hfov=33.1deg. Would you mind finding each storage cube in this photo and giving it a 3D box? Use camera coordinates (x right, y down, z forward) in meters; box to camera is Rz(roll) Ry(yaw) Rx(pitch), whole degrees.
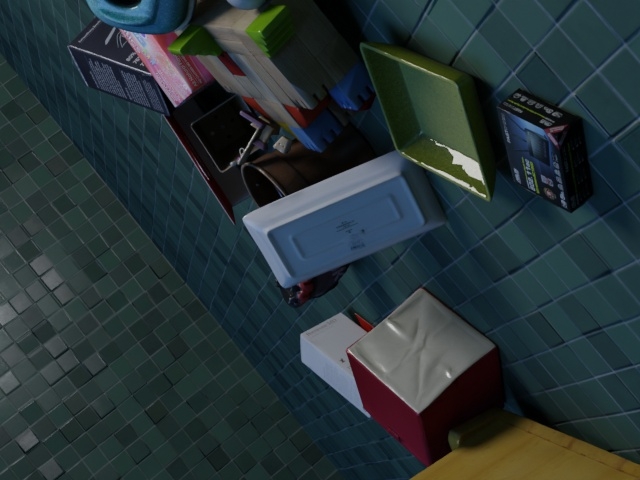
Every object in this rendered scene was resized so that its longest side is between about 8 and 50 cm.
[{"bbox_3d":[0.179,0.233,1.833,0.215,0.183,0.193,40,159,35],"label":"storage cube"}]

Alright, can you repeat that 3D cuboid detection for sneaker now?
[{"bbox_3d":[0.000,0.000,1.984,0.098,0.135,0.276,53,145,42],"label":"sneaker"}]

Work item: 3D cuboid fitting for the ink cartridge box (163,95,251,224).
[{"bbox_3d":[-0.222,-0.187,2.106,0.275,0.060,0.239,58,-178,-21],"label":"ink cartridge box"}]

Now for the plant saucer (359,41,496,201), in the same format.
[{"bbox_3d":[0.145,-0.160,1.344,0.188,0.045,0.188,34,156,46],"label":"plant saucer"}]

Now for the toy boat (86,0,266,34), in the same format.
[{"bbox_3d":[-0.197,-0.371,1.403,0.318,0.148,0.267,10,137,17],"label":"toy boat"}]

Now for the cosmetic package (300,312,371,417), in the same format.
[{"bbox_3d":[0.070,0.252,2.211,0.231,0.117,0.085,35,140,40],"label":"cosmetic package"}]

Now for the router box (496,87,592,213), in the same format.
[{"bbox_3d":[0.250,-0.099,1.201,0.092,0.038,0.122,37,158,44],"label":"router box"}]

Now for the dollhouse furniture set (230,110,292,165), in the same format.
[{"bbox_3d":[-0.085,-0.138,1.632,0.091,0.081,0.114,33,-167,10],"label":"dollhouse furniture set"}]

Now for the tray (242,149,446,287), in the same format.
[{"bbox_3d":[0.036,-0.025,1.567,0.030,0.270,0.145,-95,-21,-57],"label":"tray"}]

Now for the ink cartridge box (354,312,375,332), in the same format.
[{"bbox_3d":[0.126,0.252,2.262,0.145,0.045,0.179,36,160,42],"label":"ink cartridge box"}]

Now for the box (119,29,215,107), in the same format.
[{"bbox_3d":[-0.252,-0.386,1.742,0.300,0.154,0.142,55,163,-8],"label":"box"}]

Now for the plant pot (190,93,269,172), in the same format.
[{"bbox_3d":[-0.176,-0.207,2.014,0.109,0.109,0.096,57,176,-19],"label":"plant pot"}]

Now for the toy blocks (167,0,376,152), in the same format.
[{"bbox_3d":[-0.052,-0.243,1.530,0.261,0.191,0.381,47,168,-28],"label":"toy blocks"}]

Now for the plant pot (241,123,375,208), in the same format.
[{"bbox_3d":[-0.009,-0.098,1.672,0.167,0.165,0.167,45,162,19],"label":"plant pot"}]

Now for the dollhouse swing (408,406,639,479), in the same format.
[{"bbox_3d":[0.325,0.461,1.656,0.347,0.305,0.315,16,141,52],"label":"dollhouse swing"}]

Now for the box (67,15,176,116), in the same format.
[{"bbox_3d":[-0.320,-0.336,1.938,0.207,0.153,0.108,23,151,27],"label":"box"}]
